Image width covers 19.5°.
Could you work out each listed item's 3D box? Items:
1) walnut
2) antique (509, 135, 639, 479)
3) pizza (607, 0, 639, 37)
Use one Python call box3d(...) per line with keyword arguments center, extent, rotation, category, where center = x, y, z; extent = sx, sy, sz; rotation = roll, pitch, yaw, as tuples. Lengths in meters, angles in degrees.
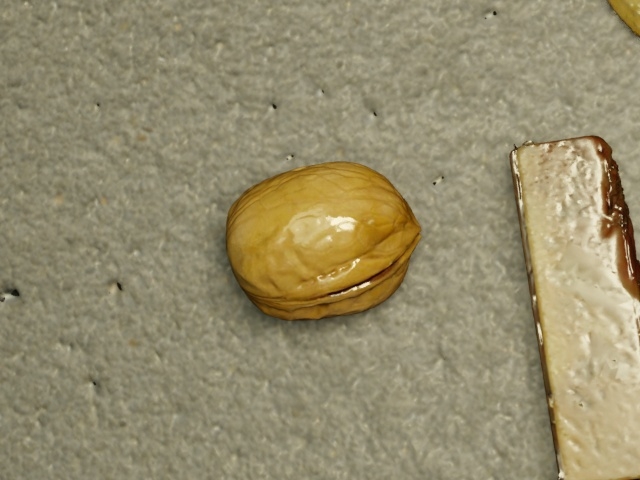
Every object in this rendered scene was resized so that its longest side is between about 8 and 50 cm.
box3d(center=(0.000, 0.000, 1.653), extent=(0.180, 0.144, 0.144), rotation=(-6, 84, 12), category="walnut")
box3d(center=(0.234, 0.064, 1.607), extent=(0.093, 0.087, 0.310), rotation=(-10, 83, 14), category="antique")
box3d(center=(0.287, -0.303, 1.635), extent=(0.134, 0.056, 0.271), rotation=(1, 87, 25), category="pizza")
